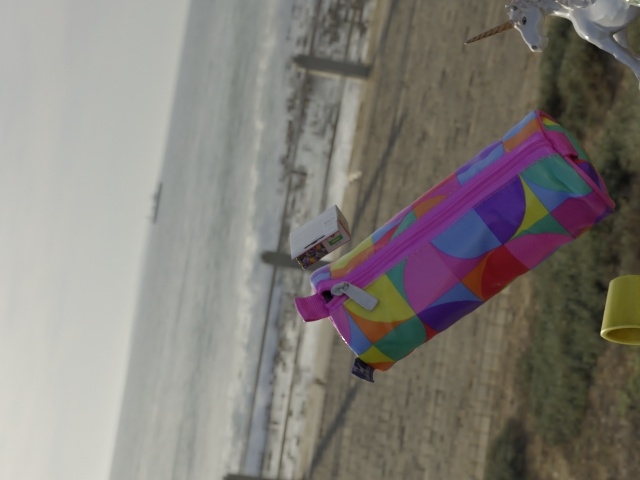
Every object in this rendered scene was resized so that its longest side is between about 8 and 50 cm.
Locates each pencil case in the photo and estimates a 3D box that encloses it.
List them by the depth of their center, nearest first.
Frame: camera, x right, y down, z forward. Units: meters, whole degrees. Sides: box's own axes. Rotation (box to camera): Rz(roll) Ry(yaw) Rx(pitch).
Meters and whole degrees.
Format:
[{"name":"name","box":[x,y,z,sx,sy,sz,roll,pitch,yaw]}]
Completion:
[{"name":"pencil case","box":[0.101,0.004,0.849,0.236,0.104,0.104,-37,22,13]}]

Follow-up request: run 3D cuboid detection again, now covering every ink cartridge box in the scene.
[{"name":"ink cartridge box","box":[0.000,0.000,1.235,0.029,0.063,0.115,56,-173,-14]}]

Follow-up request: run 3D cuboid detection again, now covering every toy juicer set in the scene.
[{"name":"toy juicer set","box":[0.456,0.070,1.116,0.329,0.209,0.089,-26,52,55]}]

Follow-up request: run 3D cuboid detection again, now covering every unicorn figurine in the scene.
[{"name":"unicorn figurine","box":[0.190,-0.147,0.742,0.060,0.111,0.162,-39,-4,-41]}]
